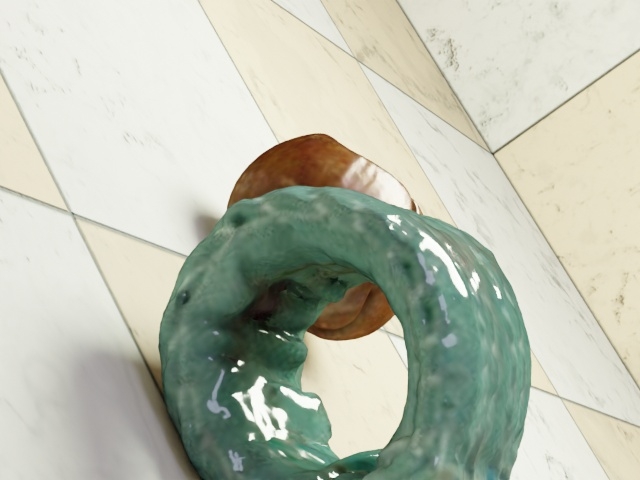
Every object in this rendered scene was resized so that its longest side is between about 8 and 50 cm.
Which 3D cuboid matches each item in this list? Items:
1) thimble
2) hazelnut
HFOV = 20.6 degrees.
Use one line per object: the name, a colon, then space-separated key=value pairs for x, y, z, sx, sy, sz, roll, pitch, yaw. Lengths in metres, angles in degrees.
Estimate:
thimble: x=0.022 y=0.080 z=1.032 sx=0.235 sy=0.198 sz=0.143 roll=54 pitch=15 yaw=23
hazelnut: x=0.000 y=0.000 z=1.307 sx=0.154 sy=0.143 sz=0.143 roll=43 pitch=17 yaw=-13
